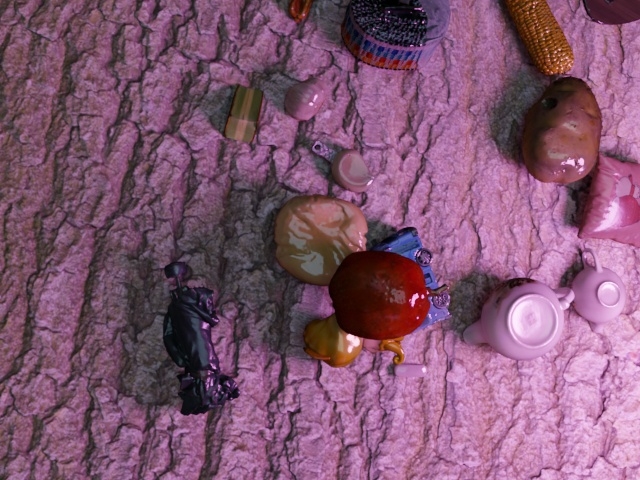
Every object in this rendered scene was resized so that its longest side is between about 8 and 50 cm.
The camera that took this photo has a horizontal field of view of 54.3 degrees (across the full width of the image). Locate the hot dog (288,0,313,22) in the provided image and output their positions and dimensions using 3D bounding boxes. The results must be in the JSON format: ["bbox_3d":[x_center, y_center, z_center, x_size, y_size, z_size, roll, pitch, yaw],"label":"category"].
[{"bbox_3d":[-0.039,-0.605,1.536,0.062,0.038,0.144,20,86,-12],"label":"hot dog"}]

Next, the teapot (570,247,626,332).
[{"bbox_3d":[0.722,0.129,1.621,0.145,0.092,0.226,-7,85,-12],"label":"teapot"}]

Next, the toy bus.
[{"bbox_3d":[0.211,0.094,1.507,0.134,0.116,0.233,-22,93,-8],"label":"toy bus"}]

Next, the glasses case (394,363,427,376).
[{"bbox_3d":[0.222,0.321,1.545,0.084,0.021,0.032,2,89,-11],"label":"glasses case"}]

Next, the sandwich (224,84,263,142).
[{"bbox_3d":[-0.184,-0.306,1.507,0.074,0.074,0.116,14,52,-9],"label":"sandwich"}]

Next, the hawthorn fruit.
[{"bbox_3d":[0.149,0.115,1.356,0.254,0.205,0.204,-8,88,25],"label":"hawthorn fruit"}]

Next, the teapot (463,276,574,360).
[{"bbox_3d":[0.506,0.190,1.552,0.298,0.139,0.204,-19,89,-9],"label":"teapot"}]

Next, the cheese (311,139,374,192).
[{"bbox_3d":[0.059,-0.191,1.527,0.092,0.047,0.171,-40,94,-11],"label":"cheese"}]

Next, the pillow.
[{"bbox_3d":[0.784,-0.102,1.635,0.224,0.084,0.235,5,95,-20],"label":"pillow"}]

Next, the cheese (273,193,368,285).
[{"bbox_3d":[0.000,0.000,1.478,0.226,0.117,0.213,8,89,-5],"label":"cheese"}]

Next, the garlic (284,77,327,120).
[{"bbox_3d":[-0.035,-0.343,1.505,0.094,0.074,0.113,32,97,-17],"label":"garlic"}]

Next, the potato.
[{"bbox_3d":[0.619,-0.279,1.597,0.192,0.141,0.296,17,80,2],"label":"potato"}]

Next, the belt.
[{"bbox_3d":[0.185,-0.533,1.522,0.258,0.150,0.206,-3,78,-12],"label":"belt"}]

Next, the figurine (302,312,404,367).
[{"bbox_3d":[0.076,0.238,1.473,0.247,0.131,0.156,-1,122,-12],"label":"figurine"}]

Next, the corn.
[{"bbox_3d":[0.562,-0.551,1.619,0.102,0.101,0.310,-27,85,-11],"label":"corn"}]

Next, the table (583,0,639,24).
[{"bbox_3d":[0.856,-0.730,1.609,0.318,0.249,0.316,1,87,-11],"label":"table"}]

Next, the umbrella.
[{"bbox_3d":[-0.286,0.217,1.415,0.143,0.094,0.348,-15,88,-5],"label":"umbrella"}]
